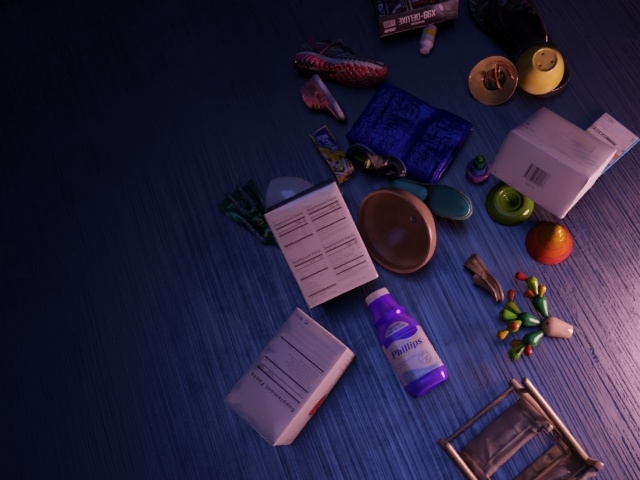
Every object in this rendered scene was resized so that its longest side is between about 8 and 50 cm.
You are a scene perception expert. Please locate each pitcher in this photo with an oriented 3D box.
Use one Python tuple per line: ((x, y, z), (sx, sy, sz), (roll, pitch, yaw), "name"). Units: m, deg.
((-0.053, -0.087, 1.708), (0.206, 0.125, 0.178), (12, 82, 2), "pitcher")

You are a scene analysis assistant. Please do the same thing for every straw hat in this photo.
((0.506, -0.469, 1.741), (0.144, 0.145, 0.061), (21, 38, 17), "straw hat")

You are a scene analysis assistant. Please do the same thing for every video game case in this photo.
((0.769, -0.261, 1.653), (0.166, 0.015, 0.119), (-41, 70, -4), "video game case")

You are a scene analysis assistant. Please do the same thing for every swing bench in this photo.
((0.454, 0.498, 1.396), (0.253, 0.165, 0.255), (-38, 75, -3), "swing bench")

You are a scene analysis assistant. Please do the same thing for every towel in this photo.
((0.254, -0.317, 1.740), (0.308, 0.076, 0.228), (31, 80, 19), "towel")

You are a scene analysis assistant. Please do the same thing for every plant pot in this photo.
((0.221, -0.041, 1.612), (0.237, 0.237, 0.109), (41, 46, 20), "plant pot")
((0.609, -0.481, 1.654), (0.134, 0.095, 0.135), (0, 88, 9), "plant pot")

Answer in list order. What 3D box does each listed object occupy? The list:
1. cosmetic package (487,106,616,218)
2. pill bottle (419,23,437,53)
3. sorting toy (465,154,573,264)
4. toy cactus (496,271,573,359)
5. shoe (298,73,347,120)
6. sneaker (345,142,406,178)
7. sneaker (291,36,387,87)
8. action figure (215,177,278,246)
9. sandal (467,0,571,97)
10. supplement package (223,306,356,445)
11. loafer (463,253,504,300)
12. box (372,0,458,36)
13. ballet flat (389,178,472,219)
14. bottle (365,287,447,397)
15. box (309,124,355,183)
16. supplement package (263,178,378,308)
((0.598, -0.208, 1.552), (0.224, 0.138, 0.224), (38, 43, 19), "cosmetic package")
((0.327, -0.613, 1.838), (0.043, 0.043, 0.083), (13, 76, 15), "pill bottle")
((0.523, -0.100, 1.591), (0.127, 0.126, 0.366), (-39, 70, -3), "sorting toy")
((0.543, 0.198, 1.513), (0.180, 0.112, 0.219), (16, 67, 5), "toy cactus")
((0.005, -0.417, 1.833), (0.081, 0.063, 0.178), (-37, 74, 13), "shoe")
((0.153, -0.216, 1.703), (0.188, 0.067, 0.078), (26, 37, 19), "sneaker")
((0.062, -0.552, 1.830), (0.298, 0.121, 0.112), (18, 75, 16), "sneaker")
((-0.188, -0.070, 1.758), (0.137, 0.063, 0.232), (-41, 73, -7), "action figure")
((0.586, -0.625, 1.756), (0.167, 0.107, 0.446), (-29, 70, 2), "sandal")
((-0.070, 0.350, 1.533), (0.175, 0.177, 0.293), (36, 83, 19), "supplement package")
((0.428, 0.104, 1.584), (0.050, 0.056, 0.148), (-31, 59, 1), "loafer")
((0.274, -0.795, 1.867), (0.242, 0.077, 0.308), (-12, 62, 6), "box")
((0.309, -0.116, 1.652), (0.247, 0.087, 0.083), (19, 95, 28), "ballet flat")
((0.212, 0.257, 1.553), (0.118, 0.092, 0.283), (-30, 69, 2), "bottle")
((0.035, -0.254, 1.774), (0.059, 0.054, 0.169), (-32, 70, 0), "box")
((0.000, 0.000, 1.570), (0.197, 0.199, 0.263), (-25, 98, 2), "supplement package")
